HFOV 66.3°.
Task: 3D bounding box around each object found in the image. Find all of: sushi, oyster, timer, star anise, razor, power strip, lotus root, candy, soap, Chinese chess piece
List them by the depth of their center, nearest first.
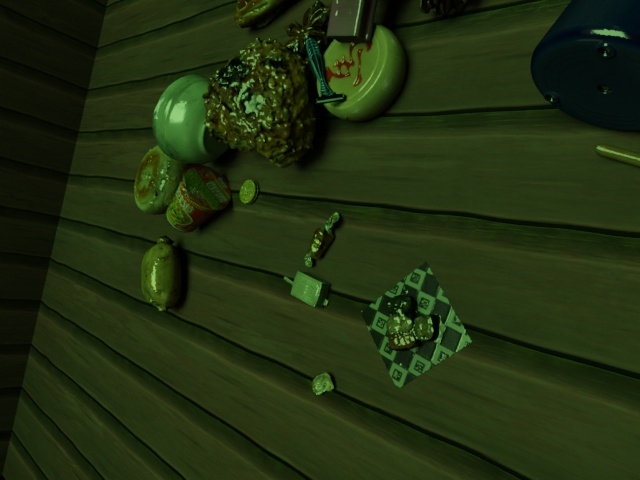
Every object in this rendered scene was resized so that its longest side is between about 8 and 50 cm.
[{"bbox_3d":[0.575,-0.417,0.848,0.270,0.270,0.384,26,85,42],"label":"timer"},{"bbox_3d":[0.203,0.201,1.160,0.231,0.047,0.220,-43,55,28],"label":"sushi"},{"bbox_3d":[0.088,-0.626,1.275,0.122,0.065,0.203,21,107,43],"label":"soap"},{"bbox_3d":[0.004,0.386,1.322,0.083,0.019,0.054,-27,65,33],"label":"oyster"},{"bbox_3d":[0.109,-0.462,1.354,0.273,0.102,0.274,-11,73,41],"label":"Chinese chess piece"},{"bbox_3d":[-0.002,-0.468,1.360,0.081,0.042,0.254,-13,63,-5],"label":"razor"},{"bbox_3d":[0.000,0.000,1.391,0.053,0.046,0.182,48,115,40],"label":"candy"},{"bbox_3d":[-0.045,0.133,1.406,0.175,0.042,0.075,20,96,43],"label":"power strip"},{"bbox_3d":[-0.033,-0.645,1.535,0.220,0.099,0.214,20,80,48],"label":"star anise"},{"bbox_3d":[-0.595,0.120,1.844,0.160,0.146,0.285,-9,72,26],"label":"lotus root"}]

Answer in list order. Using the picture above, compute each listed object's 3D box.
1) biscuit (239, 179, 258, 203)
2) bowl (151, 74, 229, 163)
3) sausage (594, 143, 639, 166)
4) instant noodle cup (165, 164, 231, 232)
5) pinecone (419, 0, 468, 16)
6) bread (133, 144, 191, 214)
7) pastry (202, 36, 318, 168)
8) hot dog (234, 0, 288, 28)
[{"bbox_3d":[-0.243,-0.165,1.665,0.083,0.023,0.084,-11,74,42],"label":"biscuit"},{"bbox_3d":[-0.403,-0.398,1.690,0.163,0.307,0.308,28,100,25],"label":"bowl"},{"bbox_3d":[0.572,-0.157,0.916,0.116,0.026,0.026,33,103,42],"label":"sausage"},{"bbox_3d":[-0.454,-0.134,1.757,0.212,0.193,0.193,-39,57,39],"label":"instant noodle cup"},{"bbox_3d":[0.288,-0.636,1.183,0.195,0.179,0.150,32,64,28],"label":"pinecone"},{"bbox_3d":[-0.609,-0.234,1.915,0.305,0.158,0.306,-23,57,41],"label":"bread"},{"bbox_3d":[-0.173,-0.420,1.472,0.405,0.292,0.338,27,99,39],"label":"pastry"},{"bbox_3d":[-0.180,-0.843,1.707,0.337,0.100,0.135,-18,61,38],"label":"hot dog"}]
